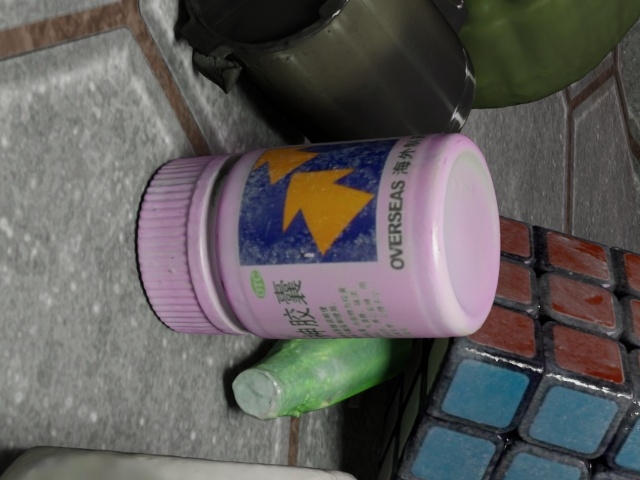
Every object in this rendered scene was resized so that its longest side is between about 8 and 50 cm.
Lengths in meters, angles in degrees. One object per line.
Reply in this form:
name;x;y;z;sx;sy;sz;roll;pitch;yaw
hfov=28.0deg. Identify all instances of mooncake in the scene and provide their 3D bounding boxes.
mooncake;0.218;-0.339;1.574;0.194;0.356;0.356;59;38;-42

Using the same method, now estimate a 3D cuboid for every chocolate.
chocolate;0.001;0.133;1.381;0.291;0.110;0.110;-15;102;-62

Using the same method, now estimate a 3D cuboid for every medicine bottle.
medicine bottle;0.000;0.000;1.153;0.178;0.290;0.178;-2;90;-65

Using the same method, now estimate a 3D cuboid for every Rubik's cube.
Rubik's cube;0.249;0.185;1.493;0.304;0.305;0.301;-75;-178;-58

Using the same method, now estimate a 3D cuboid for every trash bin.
trash bin;0.018;-0.214;1.315;0.252;0.203;0.301;-52;147;0

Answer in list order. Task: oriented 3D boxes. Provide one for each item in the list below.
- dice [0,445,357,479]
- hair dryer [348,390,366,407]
dice;-0.102;0.282;0.969;0.259;0.251;0.243;20;72;-63
hair dryer;0.079;0.106;1.597;0.195;0.053;0.220;32;61;-61
